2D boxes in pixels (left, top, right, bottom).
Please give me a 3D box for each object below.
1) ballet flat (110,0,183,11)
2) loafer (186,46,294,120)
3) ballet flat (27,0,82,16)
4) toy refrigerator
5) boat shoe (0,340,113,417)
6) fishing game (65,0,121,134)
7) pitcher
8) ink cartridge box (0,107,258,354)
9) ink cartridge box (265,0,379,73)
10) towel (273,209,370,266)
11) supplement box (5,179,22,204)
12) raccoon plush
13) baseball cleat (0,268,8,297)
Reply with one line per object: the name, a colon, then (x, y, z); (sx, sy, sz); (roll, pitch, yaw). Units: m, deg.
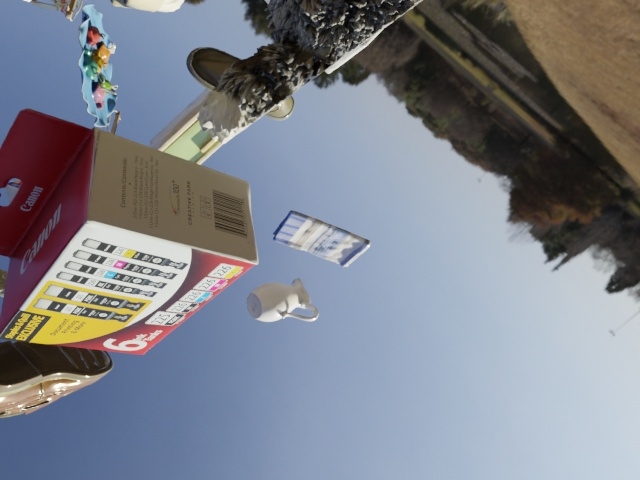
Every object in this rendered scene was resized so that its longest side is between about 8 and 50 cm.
ballet flat: (-0.195, -0.303, 0.612); (0.086, 0.086, 0.248); (24, -171, -34)
loafer: (-0.168, -0.347, 1.128); (0.251, 0.095, 0.087); (24, 176, -4)
ballet flat: (-0.633, -0.564, 1.172); (0.240, 0.077, 0.091); (27, -178, 19)
toy refrigerator: (-0.278, -0.276, 1.273); (0.102, 0.269, 0.094); (44, -168, -36)
boat shoe: (-0.475, 0.222, 0.870); (0.111, 0.104, 0.307); (45, -175, 17)
fishing game: (-0.342, -0.272, 0.832); (0.041, 0.264, 0.189); (-1, -134, -8)
pitcher: (-0.120, 0.210, 1.725); (0.207, 0.126, 0.178); (-8, -140, -42)
ink cartridge box: (-0.280, 0.018, 0.658); (0.271, 0.309, 0.130); (17, -131, -38)
ink cartridge box: (0.002, -0.564, 0.983); (0.385, 0.279, 0.160); (46, 162, -16)
towel: (0.000, 0.000, 1.710); (0.284, 0.209, 0.034); (21, -119, -14)
supplement box: (-0.403, -0.074, 0.925); (0.111, 0.114, 0.220); (12, -152, 28)
raccoon plush: (-0.038, -0.376, 0.680); (0.299, 0.446, 0.216); (54, 155, -16)
baseball cleat: (-0.817, 0.146, 1.413); (0.205, 0.109, 0.072); (28, -134, -11)
